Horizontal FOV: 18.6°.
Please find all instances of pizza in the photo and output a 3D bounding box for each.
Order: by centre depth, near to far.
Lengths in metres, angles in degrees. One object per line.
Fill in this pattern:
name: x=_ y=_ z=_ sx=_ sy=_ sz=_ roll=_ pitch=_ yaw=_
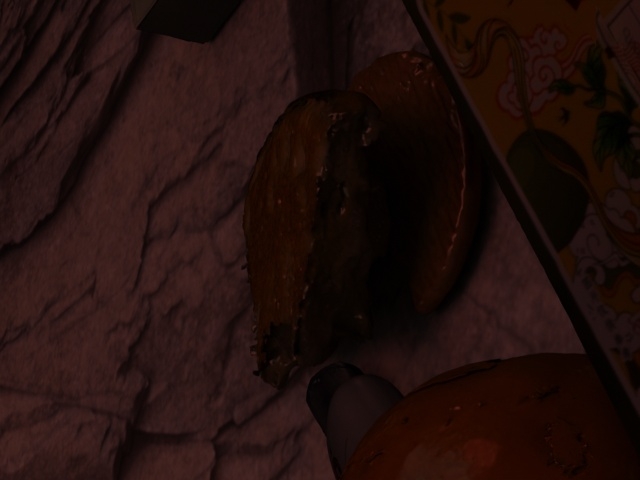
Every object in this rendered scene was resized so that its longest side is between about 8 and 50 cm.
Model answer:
pizza: x=0.000 y=0.000 z=1.544 sx=0.323 sy=0.089 sz=0.223 roll=139 pitch=131 yaw=-72

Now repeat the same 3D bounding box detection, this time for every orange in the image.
orange: x=0.127 y=0.184 z=1.177 sx=0.246 sy=0.246 sz=0.246 roll=-22 pitch=64 yaw=55

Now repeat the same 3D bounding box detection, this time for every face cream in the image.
face cream: x=0.050 y=0.171 z=1.437 sx=0.291 sy=0.071 sz=0.144 roll=-123 pitch=19 yaw=-63

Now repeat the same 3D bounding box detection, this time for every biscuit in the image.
biscuit: x=0.079 y=-0.065 z=1.521 sx=0.144 sy=0.033 sz=0.224 roll=-57 pitch=40 yaw=38

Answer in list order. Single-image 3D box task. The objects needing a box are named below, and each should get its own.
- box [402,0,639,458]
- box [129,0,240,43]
box: x=0.241 y=-0.089 z=0.996 sx=0.420 sy=0.138 sz=0.373 roll=64 pitch=148 yaw=15
box: x=-0.131 y=-0.322 z=1.888 sx=0.129 sy=0.086 sz=0.225 roll=-46 pitch=46 yaw=43
